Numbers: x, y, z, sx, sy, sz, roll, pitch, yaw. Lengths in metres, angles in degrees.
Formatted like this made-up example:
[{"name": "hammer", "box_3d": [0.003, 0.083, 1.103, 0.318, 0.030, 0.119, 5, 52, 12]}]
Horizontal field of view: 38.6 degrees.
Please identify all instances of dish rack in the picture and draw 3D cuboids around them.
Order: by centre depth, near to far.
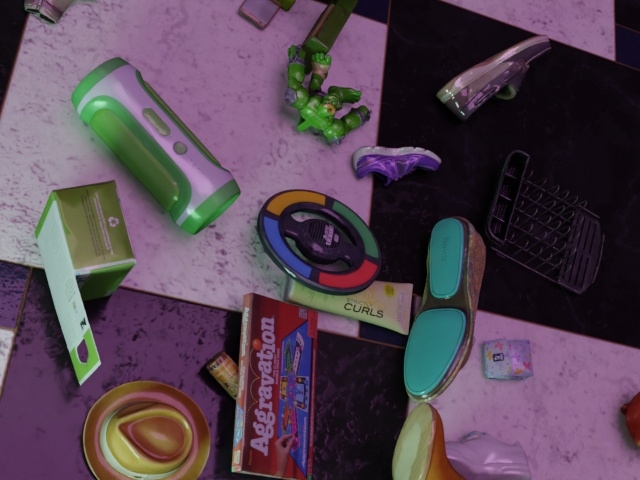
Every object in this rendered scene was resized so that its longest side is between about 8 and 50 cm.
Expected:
[{"name": "dish rack", "box_3d": [0.441, -0.026, 1.771, 0.272, 0.074, 0.208, 28, 64, -11]}]

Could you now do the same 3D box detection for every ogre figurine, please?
[{"name": "ogre figurine", "box_3d": [0.005, -0.254, 1.664, 0.197, 0.097, 0.118, 53, 46, -40]}]

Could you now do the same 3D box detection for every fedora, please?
[{"name": "fedora", "box_3d": [-0.252, 0.293, 1.360, 0.194, 0.079, 0.194, 8, 68, -19]}]

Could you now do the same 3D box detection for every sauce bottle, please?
[{"name": "sauce bottle", "box_3d": [-0.127, 0.233, 1.454, 0.128, 0.042, 0.042, 47, 61, -9]}]

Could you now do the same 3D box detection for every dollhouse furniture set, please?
[{"name": "dollhouse furniture set", "box_3d": [-0.009, -0.470, 1.616, 0.198, 0.301, 0.151, 35, 59, -10]}]

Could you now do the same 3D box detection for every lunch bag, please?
[{"name": "lunch bag", "box_3d": [0.338, 0.216, 1.651, 0.083, 0.053, 0.071, 4, 68, -12]}]

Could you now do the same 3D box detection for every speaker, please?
[{"name": "speaker", "box_3d": [-0.267, -0.153, 1.491, 0.296, 0.131, 0.131, 48, 61, 0]}]

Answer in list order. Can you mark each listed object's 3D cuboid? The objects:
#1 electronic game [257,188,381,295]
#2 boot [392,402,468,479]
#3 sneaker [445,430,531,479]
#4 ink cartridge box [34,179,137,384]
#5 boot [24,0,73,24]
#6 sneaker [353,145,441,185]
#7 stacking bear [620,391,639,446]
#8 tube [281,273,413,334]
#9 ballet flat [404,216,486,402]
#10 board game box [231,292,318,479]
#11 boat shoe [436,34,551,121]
[{"name": "electronic game", "box_3d": [0.000, 0.000, 1.554, 0.229, 0.048, 0.229, 18, 42, -17]}, {"name": "boot", "box_3d": [0.225, 0.407, 1.471, 0.211, 0.104, 0.295, 6, 96, -20]}, {"name": "sneaker", "box_3d": [0.253, 0.363, 1.559, 0.212, 0.080, 0.094, 13, 46, -14]}, {"name": "ink cartridge box", "box_3d": [-0.334, 0.066, 1.349, 0.097, 0.189, 0.255, -13, 78, -28]}, {"name": "boot", "box_3d": [-0.446, -0.411, 1.566, 0.119, 0.042, 0.086, 17, 72, -15]}, {"name": "sneaker", "box_3d": [0.141, -0.137, 1.704, 0.170, 0.068, 0.071, -1, 87, -14]}, {"name": "stacking bear", "box_3d": [0.696, 0.381, 1.686, 0.289, 0.175, 0.164, 34, 64, 0]}, {"name": "tube", "box_3d": [0.052, 0.096, 1.574, 0.240, 0.070, 0.062, 14, 26, -22]}, {"name": "ballet flat", "box_3d": [0.232, 0.128, 1.615, 0.123, 0.123, 0.348, 19, 67, -16]}, {"name": "board game box", "box_3d": [-0.069, 0.234, 1.459, 0.145, 0.027, 0.281, 19, 62, -37]}, {"name": "boat shoe", "box_3d": [0.361, -0.325, 1.838, 0.285, 0.103, 0.092, -30, 90, -25]}]
